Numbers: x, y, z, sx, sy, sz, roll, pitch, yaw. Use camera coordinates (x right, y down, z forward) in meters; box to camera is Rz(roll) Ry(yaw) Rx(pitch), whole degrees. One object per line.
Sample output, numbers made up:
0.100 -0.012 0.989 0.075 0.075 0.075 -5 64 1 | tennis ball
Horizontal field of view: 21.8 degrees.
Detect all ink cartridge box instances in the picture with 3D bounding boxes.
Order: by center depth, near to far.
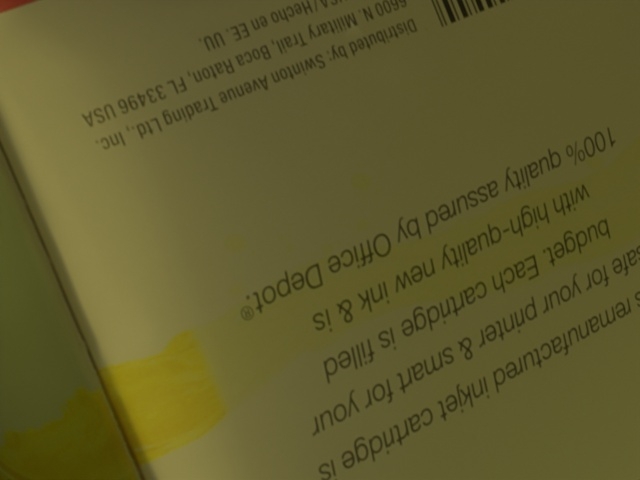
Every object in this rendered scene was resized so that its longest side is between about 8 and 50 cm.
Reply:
0.000 0.000 0.635 0.279 0.160 0.384 -24 94 -31 | ink cartridge box
